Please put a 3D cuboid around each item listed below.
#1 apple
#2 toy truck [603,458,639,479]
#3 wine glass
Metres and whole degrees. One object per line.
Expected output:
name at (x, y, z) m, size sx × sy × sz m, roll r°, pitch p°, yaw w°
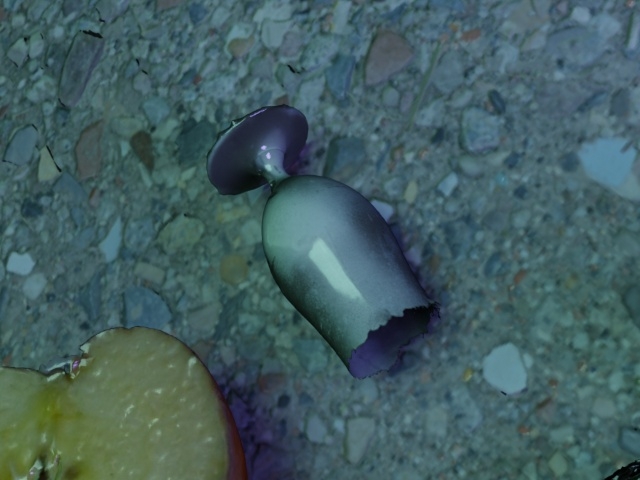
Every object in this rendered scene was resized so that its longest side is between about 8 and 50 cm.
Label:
apple at (-0.179, 0.218, 0.930) m, size 0.293 × 0.163 × 0.251 m, roll -7°, pitch 59°, yaw 16°
toy truck at (0.243, 0.245, 0.688) m, size 0.088 × 0.121 × 0.259 m, roll -41°, pitch 60°, yaw 15°
wine glass at (0.000, 0.000, 0.921) m, size 0.103 × 0.103 × 0.222 m, roll -43°, pitch 59°, yaw 14°
